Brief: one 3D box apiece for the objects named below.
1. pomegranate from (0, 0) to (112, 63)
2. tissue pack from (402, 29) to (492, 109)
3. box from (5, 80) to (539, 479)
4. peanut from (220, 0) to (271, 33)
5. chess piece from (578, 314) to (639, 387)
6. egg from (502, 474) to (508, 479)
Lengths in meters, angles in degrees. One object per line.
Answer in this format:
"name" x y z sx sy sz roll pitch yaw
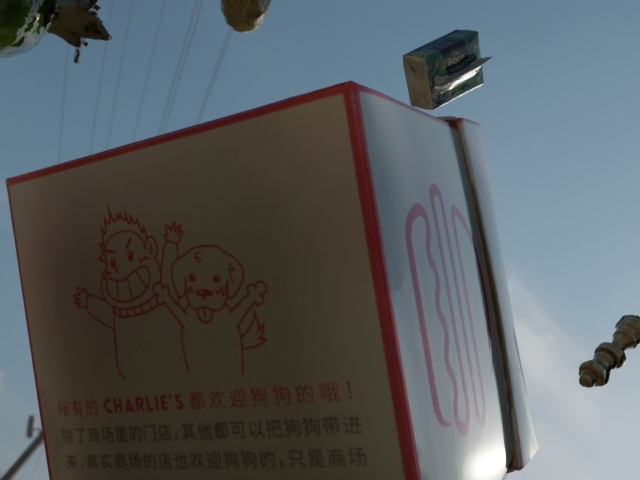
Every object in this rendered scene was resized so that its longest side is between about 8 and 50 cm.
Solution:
"pomegranate" -0.311 -0.254 0.693 0.148 0.169 0.148 4 -85 54
"tissue pack" 0.191 -0.252 1.009 0.079 0.111 0.085 27 -40 50
"box" -0.022 0.069 0.567 0.314 0.300 0.312 -10 -92 26
"peanut" -0.116 -0.440 1.119 0.083 0.093 0.194 19 -81 39
"chess piece" 0.493 0.193 1.155 0.060 0.172 0.060 36 -34 30
"egg" 0.178 0.294 0.953 0.183 0.217 0.183 0 -90 50
